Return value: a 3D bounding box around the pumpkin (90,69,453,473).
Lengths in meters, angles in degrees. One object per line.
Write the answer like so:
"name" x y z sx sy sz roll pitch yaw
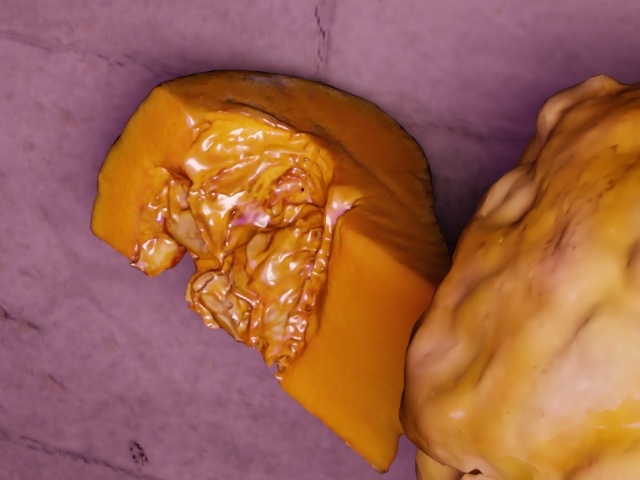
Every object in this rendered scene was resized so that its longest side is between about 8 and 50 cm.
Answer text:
"pumpkin" 0.005 0.003 0.926 0.248 0.126 0.131 42 123 21

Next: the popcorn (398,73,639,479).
"popcorn" 0.229 0.074 0.729 0.354 0.344 0.390 25 109 23
